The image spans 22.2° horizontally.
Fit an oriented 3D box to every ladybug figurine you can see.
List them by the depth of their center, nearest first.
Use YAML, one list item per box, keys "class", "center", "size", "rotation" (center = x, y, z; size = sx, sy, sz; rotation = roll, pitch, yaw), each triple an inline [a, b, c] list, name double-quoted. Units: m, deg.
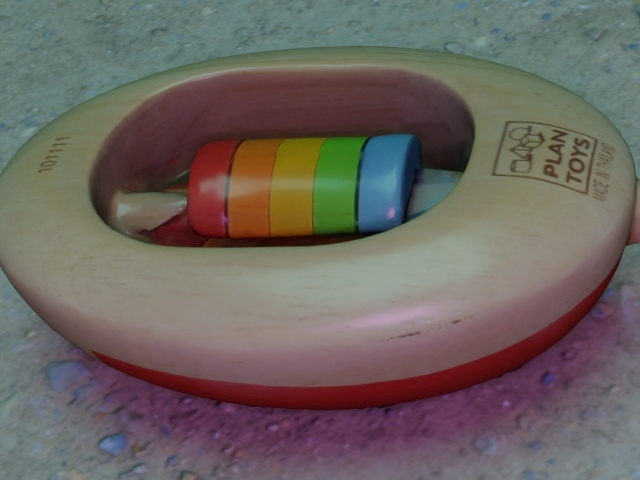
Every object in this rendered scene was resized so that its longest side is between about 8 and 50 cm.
- class: "ladybug figurine"
  center: [0.000, 0.000, 1.103]
  size: [0.449, 0.162, 0.305]
  rotation: [2, 42, 18]
